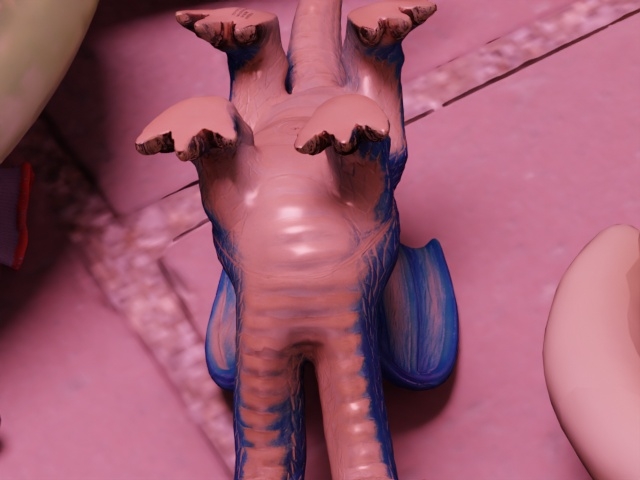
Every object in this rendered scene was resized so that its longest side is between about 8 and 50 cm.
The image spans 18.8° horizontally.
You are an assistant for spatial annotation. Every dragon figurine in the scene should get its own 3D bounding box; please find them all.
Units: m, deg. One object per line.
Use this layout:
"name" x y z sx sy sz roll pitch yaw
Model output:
"dragon figurine" 0.000 0.000 0.628 0.085 0.144 0.289 -3 30 6

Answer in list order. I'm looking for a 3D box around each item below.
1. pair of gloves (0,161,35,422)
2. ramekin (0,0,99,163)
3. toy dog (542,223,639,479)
"pair of gloves" -0.181 0.018 0.662 0.159 0.023 0.198 5 52 -1
"ramekin" -0.235 -0.116 0.640 0.303 0.148 0.303 -12 51 15
"toy dog" 0.292 -0.042 0.533 0.395 0.284 0.408 -8 43 53
